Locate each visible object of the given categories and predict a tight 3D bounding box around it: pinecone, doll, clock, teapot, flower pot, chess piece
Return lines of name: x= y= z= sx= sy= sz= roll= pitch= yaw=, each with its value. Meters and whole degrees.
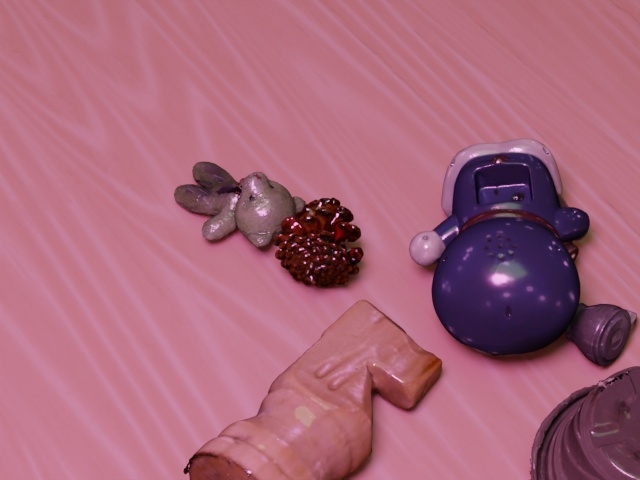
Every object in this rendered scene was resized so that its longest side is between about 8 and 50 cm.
pinecone: x=-0.002 y=0.003 z=1.729 sx=0.102 sy=0.102 sz=0.109 roll=-2 pitch=26 yaw=-1
doll: x=-0.097 y=-0.048 z=1.780 sx=0.150 sy=0.077 sz=0.115 roll=19 pitch=47 yaw=27
clock: x=0.195 y=0.013 z=1.690 sx=0.200 sy=0.146 sz=0.243 roll=-2 pitch=49 yaw=5
teapot: x=0.302 y=0.092 z=1.686 sx=0.057 sy=0.066 sz=0.088 roll=24 pitch=35 yaw=36
flower pot: x=0.326 y=0.214 z=1.550 sx=0.235 sy=0.140 sz=0.235 roll=-1 pitch=54 yaw=1
chess piece: x=0.002 y=0.177 z=1.605 sx=0.137 sy=0.137 sz=0.301 roll=29 pitch=50 yaw=19
